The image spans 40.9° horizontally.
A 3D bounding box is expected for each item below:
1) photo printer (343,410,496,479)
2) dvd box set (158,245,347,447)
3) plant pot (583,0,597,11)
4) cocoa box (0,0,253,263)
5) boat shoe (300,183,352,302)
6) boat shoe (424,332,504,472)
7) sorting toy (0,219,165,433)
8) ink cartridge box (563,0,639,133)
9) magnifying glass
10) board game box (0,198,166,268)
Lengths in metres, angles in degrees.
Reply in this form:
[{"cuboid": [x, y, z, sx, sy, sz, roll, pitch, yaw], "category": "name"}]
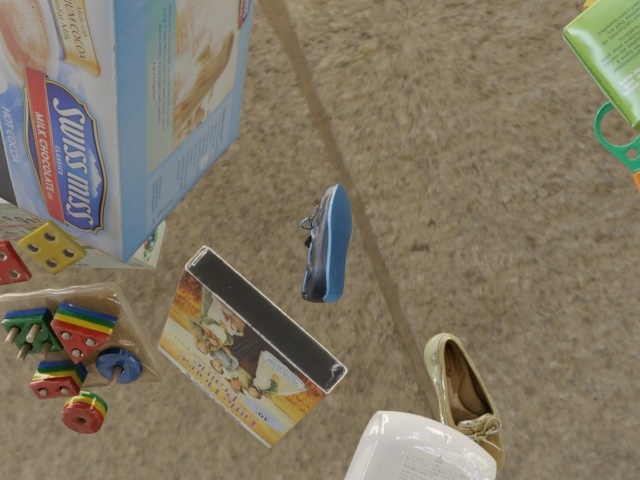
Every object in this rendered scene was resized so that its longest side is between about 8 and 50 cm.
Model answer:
[{"cuboid": [0.156, 0.467, 1.511, 0.256, 0.107, 0.307, 24, 83, -10], "category": "photo printer"}, {"cuboid": [-0.141, 0.207, 1.518, 0.307, 0.420, 0.062, 41, 61, 4], "category": "dvd box set"}, {"cuboid": [0.503, -0.399, 1.471, 0.083, 0.081, 0.081, -26, 109, 0], "category": "plant pot"}, {"cuboid": [-0.210, -0.196, 0.792, 0.228, 0.231, 0.347, 27, 142, 10], "category": "cocoa box"}, {"cuboid": [0.000, 0.000, 1.734, 0.089, 0.258, 0.109, -9, 144, 31], "category": "boat shoe"}, {"cuboid": [0.274, 0.314, 1.626, 0.104, 0.089, 0.285, -23, 86, -6], "category": "boat shoe"}, {"cuboid": [-0.244, 0.102, 0.845, 0.132, 0.046, 0.274, -7, 128, 14], "category": "sorting toy"}, {"cuboid": [0.320, -0.136, 0.618, 0.189, 0.255, 0.097, -39, 58, 25], "category": "ink cartridge box"}, {"cuboid": [0.578, -0.151, 1.582, 0.092, 0.026, 0.231, -23, 88, 18], "category": "magnifying glass"}, {"cuboid": [-0.446, -0.043, 1.440, 0.224, 0.303, 0.097, -1, 70, 33], "category": "board game box"}]
